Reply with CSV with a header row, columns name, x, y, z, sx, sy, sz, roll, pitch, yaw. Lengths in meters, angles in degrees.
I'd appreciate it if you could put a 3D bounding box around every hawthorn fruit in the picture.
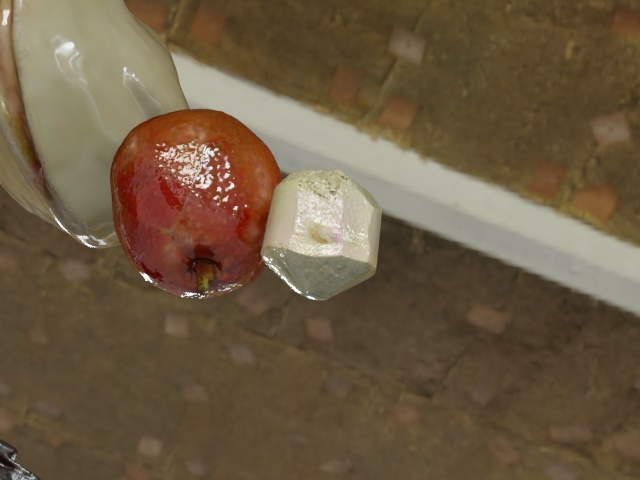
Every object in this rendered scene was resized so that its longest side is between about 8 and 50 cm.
name,x,y,z,sx,sy,sz,roll,pitch,yaw
hawthorn fruit,-0.126,-0.021,1.395,0.196,0.226,0.197,-4,-44,-4

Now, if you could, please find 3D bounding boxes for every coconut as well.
name,x,y,z,sx,sy,sz,roll,pitch,yaw
coconut,0.000,0.000,1.314,0.116,0.122,0.116,6,-20,2

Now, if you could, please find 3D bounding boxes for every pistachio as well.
name,x,y,z,sx,sy,sz,roll,pitch,yaw
pistachio,-0.320,-0.205,1.731,0.281,0.365,0.446,-8,-67,16

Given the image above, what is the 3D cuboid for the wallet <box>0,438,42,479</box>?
name,x,y,z,sx,sy,sz,roll,pitch,yaw
wallet,-0.402,0.270,1.480,0.182,0.049,0.229,35,-39,-2
